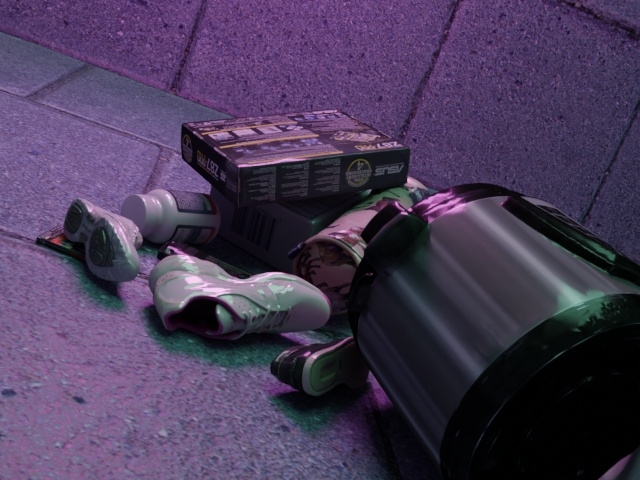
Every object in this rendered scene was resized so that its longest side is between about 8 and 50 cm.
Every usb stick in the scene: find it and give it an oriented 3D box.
[{"bbox_3d":[-0.165,0.073,1.393,0.278,0.045,0.077,24,22,7],"label":"usb stick"}]

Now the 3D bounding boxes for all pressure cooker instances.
[{"bbox_3d":[0.239,0.121,1.094,0.376,0.369,0.420,-13,37,-20],"label":"pressure cooker"}]

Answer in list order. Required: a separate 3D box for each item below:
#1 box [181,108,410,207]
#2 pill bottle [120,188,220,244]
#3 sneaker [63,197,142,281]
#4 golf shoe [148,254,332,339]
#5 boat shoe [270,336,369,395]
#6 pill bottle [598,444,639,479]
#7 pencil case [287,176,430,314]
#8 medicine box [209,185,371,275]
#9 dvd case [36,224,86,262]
[{"bbox_3d":[-0.058,-0.188,1.618,0.395,0.097,0.318,-10,26,-28],"label":"box"},{"bbox_3d":[-0.295,-0.046,1.496,0.108,0.107,0.180,33,18,35],"label":"pill bottle"},{"bbox_3d":[-0.340,-0.001,1.278,0.115,0.090,0.232,14,19,-42],"label":"sneaker"},{"bbox_3d":[-0.123,0.116,1.218,0.306,0.115,0.140,10,29,-18],"label":"golf shoe"},{"bbox_3d":[0.011,0.189,1.176,0.079,0.083,0.233,1,-3,30],"label":"boat shoe"},{"bbox_3d":[0.611,0.381,1.106,0.361,0.204,0.204,25,15,11],"label":"pill bottle"},{"bbox_3d":[0.093,-0.002,1.550,0.184,0.159,0.410,-11,16,33],"label":"pencil case"},{"bbox_3d":[-0.066,-0.073,1.719,0.264,0.149,0.289,28,30,22],"label":"medicine box"},{"bbox_3d":[-0.417,0.010,1.317,0.120,0.013,0.087,21,15,1],"label":"dvd case"}]
